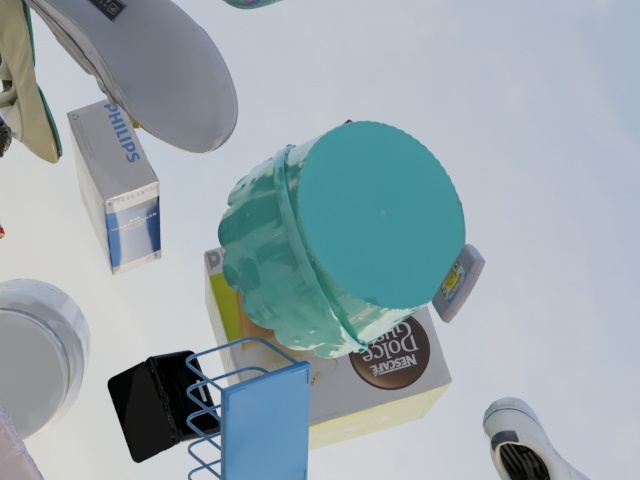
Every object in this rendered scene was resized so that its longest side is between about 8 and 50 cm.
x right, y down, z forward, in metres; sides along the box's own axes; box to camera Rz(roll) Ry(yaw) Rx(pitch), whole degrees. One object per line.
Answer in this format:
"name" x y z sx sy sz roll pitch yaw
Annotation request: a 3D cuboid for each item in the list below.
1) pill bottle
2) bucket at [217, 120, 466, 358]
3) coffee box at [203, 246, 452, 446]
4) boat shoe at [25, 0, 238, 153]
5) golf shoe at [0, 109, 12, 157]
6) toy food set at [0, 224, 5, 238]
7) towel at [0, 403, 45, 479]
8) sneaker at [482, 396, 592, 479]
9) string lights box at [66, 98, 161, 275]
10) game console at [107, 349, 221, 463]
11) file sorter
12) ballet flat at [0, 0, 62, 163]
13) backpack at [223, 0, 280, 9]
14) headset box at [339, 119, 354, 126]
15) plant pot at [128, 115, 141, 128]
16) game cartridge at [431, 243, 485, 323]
"pill bottle" -0.426 0.164 1.987 0.361 0.204 0.204 -159 -128 -83
"bucket" 0.030 -0.006 1.772 0.183 0.281 0.281 -31 -101 55
"coffee box" 0.000 0.173 2.486 0.338 0.338 0.334 106 -32 -73
"boat shoe" -0.249 -0.246 1.677 0.367 0.136 0.156 42 -5 -17
"golf shoe" -0.350 -0.153 1.304 0.198 0.094 0.077 38 -59 -1
"toy food set" -0.460 -0.027 1.534 0.111 0.232 0.104 -37 -110 36
"towel" -0.334 0.284 1.063 0.317 0.332 0.053 40 -22 51
"sneaker" 0.279 0.315 1.791 0.094 0.091 0.258 -30 -69 26
"string lights box" -0.265 -0.067 1.874 0.259 0.077 0.133 102 -35 -67
"game console" -0.204 0.217 1.887 0.071 0.107 0.122 -41 -116 47
"file sorter" -0.090 0.215 1.682 0.104 0.118 0.170 29 -54 47
"ballet flat" -0.381 -0.195 1.757 0.086 0.086 0.248 37 -38 49
"backpack" -0.078 -0.371 1.783 0.188 0.166 0.144 -130 -156 -58
"headset box" 0.000 0.000 2.060 0.110 0.218 0.293 42 -24 23
"plant pot" -0.227 -0.194 1.905 0.081 0.081 0.083 127 -41 -66
"game cartridge" 0.153 0.048 1.595 0.083 0.017 0.056 -61 -159 13
